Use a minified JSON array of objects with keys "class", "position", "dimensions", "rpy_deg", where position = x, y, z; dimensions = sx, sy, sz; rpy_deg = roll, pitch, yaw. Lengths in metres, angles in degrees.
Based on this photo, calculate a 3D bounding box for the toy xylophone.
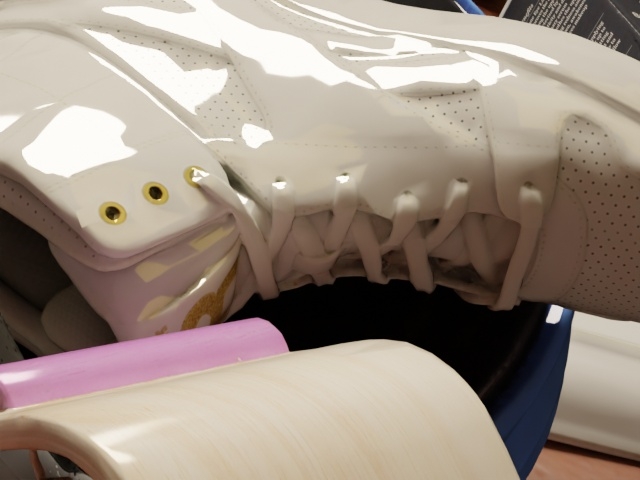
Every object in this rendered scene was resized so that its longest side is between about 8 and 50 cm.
[{"class":"toy xylophone","position":[-0.006,0.161,0.360],"dimensions":[0.236,0.081,0.322],"rpy_deg":[2,66,-43]}]

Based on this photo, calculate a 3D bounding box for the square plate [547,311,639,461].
[{"class":"square plate","position":[0.158,0.010,1.001],"dimensions":[0.347,0.049,0.344],"rpy_deg":[16,29,-25]}]

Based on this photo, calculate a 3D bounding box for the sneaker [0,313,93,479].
[{"class":"sneaker","position":[-0.064,0.091,0.464],"dimensions":[0.132,0.228,0.086],"rpy_deg":[-6,-6,-25]}]

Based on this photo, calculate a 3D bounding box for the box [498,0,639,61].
[{"class":"box","position":[0.248,-0.131,1.280],"dimensions":[0.153,0.108,0.207],"rpy_deg":[14,29,-27]}]

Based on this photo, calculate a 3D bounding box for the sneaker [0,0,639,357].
[{"class":"sneaker","position":[0.000,0.000,0.528],"dimensions":[0.293,0.108,0.169],"rpy_deg":[20,48,11]}]

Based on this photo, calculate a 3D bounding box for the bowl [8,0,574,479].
[{"class":"bowl","position":[-0.081,-0.025,0.637],"dimensions":[0.391,0.077,0.391],"rpy_deg":[10,48,-11]}]
